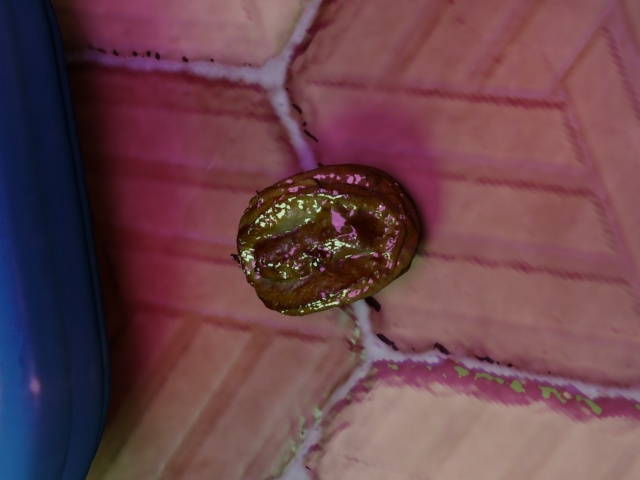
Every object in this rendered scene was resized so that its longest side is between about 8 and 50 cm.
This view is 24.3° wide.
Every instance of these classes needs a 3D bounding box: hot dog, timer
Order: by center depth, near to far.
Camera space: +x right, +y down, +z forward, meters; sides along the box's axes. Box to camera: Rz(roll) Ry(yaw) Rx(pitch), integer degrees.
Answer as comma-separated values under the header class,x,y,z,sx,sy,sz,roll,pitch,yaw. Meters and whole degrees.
class,x,y,z,sx,sy,sz,roll,pitch,yaw
hot dog,0.000,0.000,0.622,0.083,0.035,0.058,-19,88,27
timer,-0.248,0.002,0.707,0.309,0.115,0.340,-10,88,27
